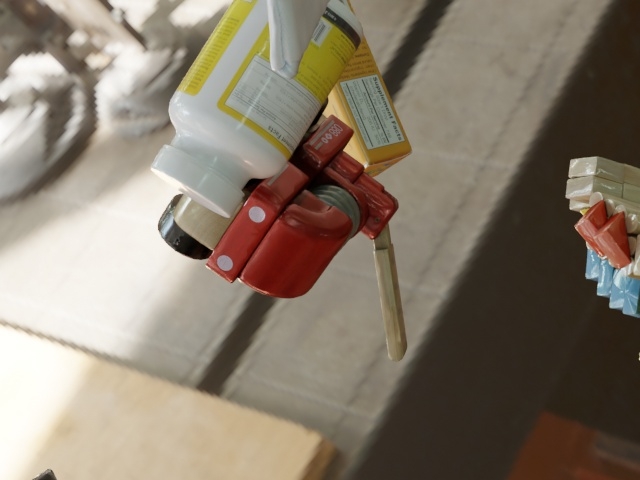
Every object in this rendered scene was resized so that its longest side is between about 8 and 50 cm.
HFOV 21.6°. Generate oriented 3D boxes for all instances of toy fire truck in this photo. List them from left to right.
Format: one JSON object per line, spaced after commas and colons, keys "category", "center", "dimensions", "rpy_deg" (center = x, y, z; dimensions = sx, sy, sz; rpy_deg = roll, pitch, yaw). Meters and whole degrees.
{"category": "toy fire truck", "center": [0.000, 0.000, 1.495], "dimensions": [0.158, 0.246, 0.217], "rpy_deg": [-55, -2, 30]}

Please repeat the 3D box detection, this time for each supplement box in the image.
{"category": "supplement box", "center": [0.013, -0.180, 1.843], "dimensions": [0.078, 0.080, 0.233], "rpy_deg": [-29, 78, 49]}

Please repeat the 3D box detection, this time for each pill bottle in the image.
{"category": "pill bottle", "center": [-0.053, -0.114, 1.307], "dimensions": [0.103, 0.103, 0.184], "rpy_deg": [26, 81, 47]}

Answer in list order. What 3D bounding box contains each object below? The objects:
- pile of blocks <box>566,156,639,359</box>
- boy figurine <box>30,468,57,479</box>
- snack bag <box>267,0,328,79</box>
{"category": "pile of blocks", "center": [0.317, 0.038, 1.672], "dimensions": [0.149, 0.113, 0.362], "rpy_deg": [-62, 34, 21]}
{"category": "boy figurine", "center": [-0.083, 0.257, 0.867], "dimensions": [0.177, 0.285, 0.092], "rpy_deg": [-44, 1, -14]}
{"category": "snack bag", "center": [-0.008, -0.291, 1.052], "dimensions": [0.037, 0.342, 0.323], "rpy_deg": [-1, 18, 5]}
